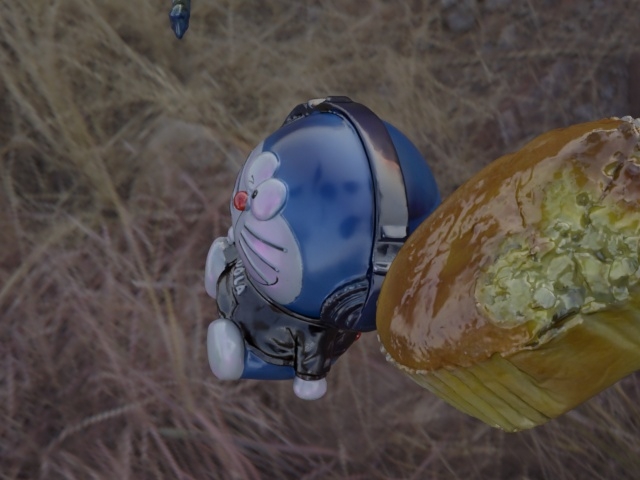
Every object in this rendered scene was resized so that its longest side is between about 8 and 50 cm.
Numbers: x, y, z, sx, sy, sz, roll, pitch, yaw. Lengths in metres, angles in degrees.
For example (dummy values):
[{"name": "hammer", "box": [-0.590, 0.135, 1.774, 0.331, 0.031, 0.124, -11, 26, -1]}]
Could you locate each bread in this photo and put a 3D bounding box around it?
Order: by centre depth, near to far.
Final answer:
[{"name": "bread", "box": [0.158, 0.023, 0.936, 0.250, 0.133, 0.179, -28, 38, 35]}]

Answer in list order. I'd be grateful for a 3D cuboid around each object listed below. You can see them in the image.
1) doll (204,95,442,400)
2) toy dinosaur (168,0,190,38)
[{"name": "doll", "box": [0.000, 0.000, 1.448, 0.284, 0.240, 0.310, -115, 36, -42]}, {"name": "toy dinosaur", "box": [-0.104, -0.305, 1.153, 0.075, 0.188, 0.247, -1, 30, 10]}]
